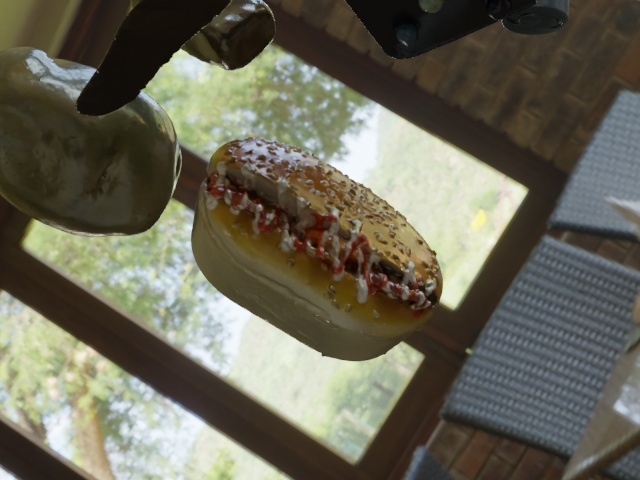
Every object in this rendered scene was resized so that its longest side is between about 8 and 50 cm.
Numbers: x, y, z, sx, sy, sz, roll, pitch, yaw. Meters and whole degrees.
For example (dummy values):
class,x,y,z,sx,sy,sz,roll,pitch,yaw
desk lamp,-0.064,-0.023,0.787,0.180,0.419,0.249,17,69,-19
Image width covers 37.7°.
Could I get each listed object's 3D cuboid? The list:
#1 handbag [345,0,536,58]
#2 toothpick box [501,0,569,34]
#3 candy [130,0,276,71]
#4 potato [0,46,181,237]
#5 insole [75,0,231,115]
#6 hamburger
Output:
class,x,y,z,sx,sy,sz,roll,pitch,yaw
handbag,0.141,-0.381,1.206,0.326,0.269,0.118,37,-138,-51
toothpick box,0.330,-0.405,1.434,0.101,0.101,0.153,85,-170,-77
candy,-0.179,-0.336,1.381,0.104,0.234,0.102,-41,-28,-25
potato,-0.369,-0.138,1.395,0.221,0.327,0.243,-77,12,-48
insole,-0.178,-0.213,0.999,0.111,0.007,0.328,-10,-16,-42
hamburger,0.000,0.000,1.034,0.151,0.295,0.227,-61,2,32
